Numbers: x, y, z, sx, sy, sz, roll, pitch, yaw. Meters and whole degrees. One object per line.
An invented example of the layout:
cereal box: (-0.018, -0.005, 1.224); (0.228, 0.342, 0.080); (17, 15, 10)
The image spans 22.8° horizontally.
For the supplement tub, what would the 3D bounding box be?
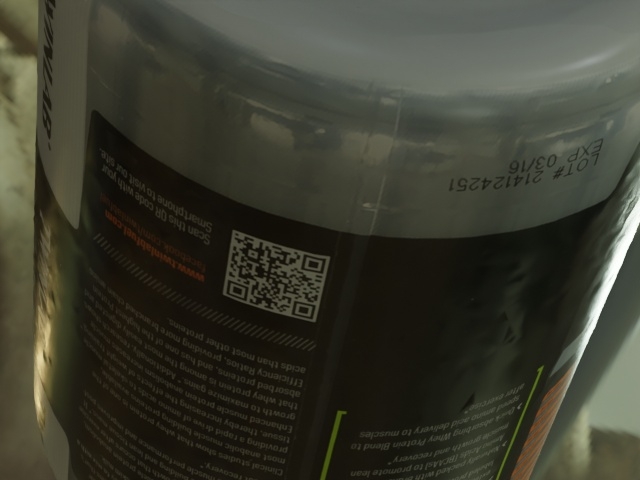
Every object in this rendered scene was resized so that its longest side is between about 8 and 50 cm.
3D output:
supplement tub: (0.000, 0.000, 0.537); (0.193, 0.193, 0.316); (26, -42, 12)
